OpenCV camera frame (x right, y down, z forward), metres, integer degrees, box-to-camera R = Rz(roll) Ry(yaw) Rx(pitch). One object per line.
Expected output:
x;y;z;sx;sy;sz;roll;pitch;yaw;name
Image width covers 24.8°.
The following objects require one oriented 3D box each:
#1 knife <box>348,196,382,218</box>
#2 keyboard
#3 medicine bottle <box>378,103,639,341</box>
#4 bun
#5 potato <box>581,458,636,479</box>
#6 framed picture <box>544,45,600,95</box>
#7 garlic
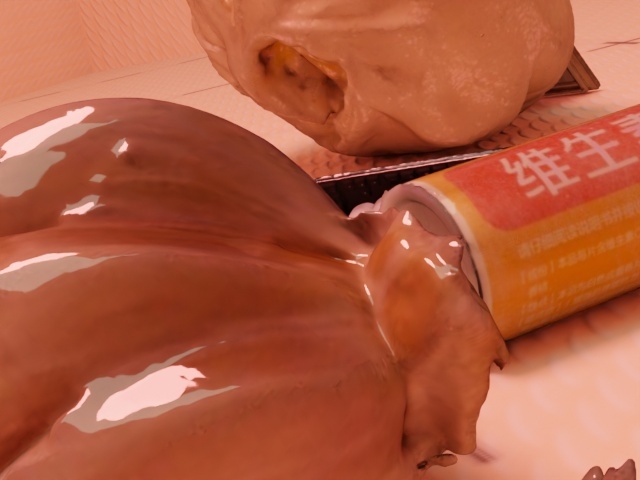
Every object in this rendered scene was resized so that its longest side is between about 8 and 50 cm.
0.001;-0.001;0.977;0.331;0.044;0.080;-13;10;16;knife
0.081;-0.033;0.996;0.204;0.061;0.013;-9;49;14;keyboard
0.234;-0.045;0.790;0.426;0.108;0.108;-20;14;-25;medicine bottle
0.037;-0.187;1.286;0.365;0.365;0.219;3;63;51;bun
0.103;0.096;0.319;0.061;0.086;0.122;-2;7;-19;potato
0.126;-0.220;1.438;0.217;0.274;0.017;-4;54;41;framed picture
-0.077;0.061;0.594;0.292;0.210;0.237;-8;46;-1;garlic
